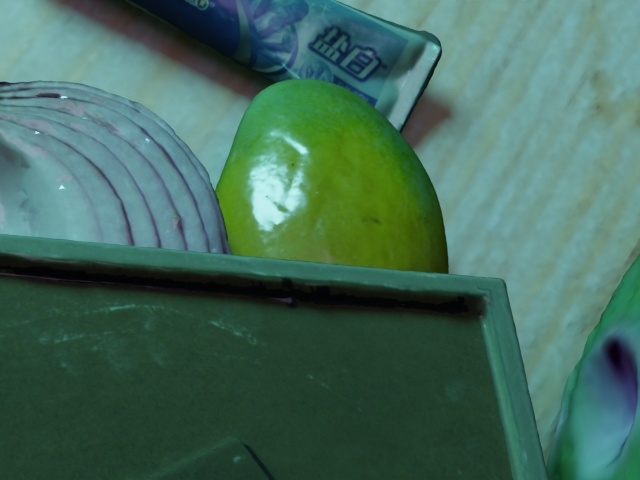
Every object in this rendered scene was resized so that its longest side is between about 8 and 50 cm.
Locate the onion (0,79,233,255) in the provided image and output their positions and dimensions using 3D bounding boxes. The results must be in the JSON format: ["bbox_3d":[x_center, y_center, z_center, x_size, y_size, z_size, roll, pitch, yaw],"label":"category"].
[{"bbox_3d":[-0.148,0.063,0.737,0.227,0.120,0.283,-3,58,-20],"label":"onion"}]

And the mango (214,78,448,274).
[{"bbox_3d":[0.000,0.000,0.836,0.130,0.092,0.195,-4,57,-15],"label":"mango"}]

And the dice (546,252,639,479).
[{"bbox_3d":[0.287,0.148,0.707,0.318,0.330,0.322,15,61,-13],"label":"dice"}]

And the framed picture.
[{"bbox_3d":[-0.055,0.108,0.656,0.335,0.022,0.247,5,55,-21],"label":"framed picture"}]

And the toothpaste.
[{"bbox_3d":[-0.064,-0.137,0.907,0.268,0.047,0.069,27,48,-5],"label":"toothpaste"}]
